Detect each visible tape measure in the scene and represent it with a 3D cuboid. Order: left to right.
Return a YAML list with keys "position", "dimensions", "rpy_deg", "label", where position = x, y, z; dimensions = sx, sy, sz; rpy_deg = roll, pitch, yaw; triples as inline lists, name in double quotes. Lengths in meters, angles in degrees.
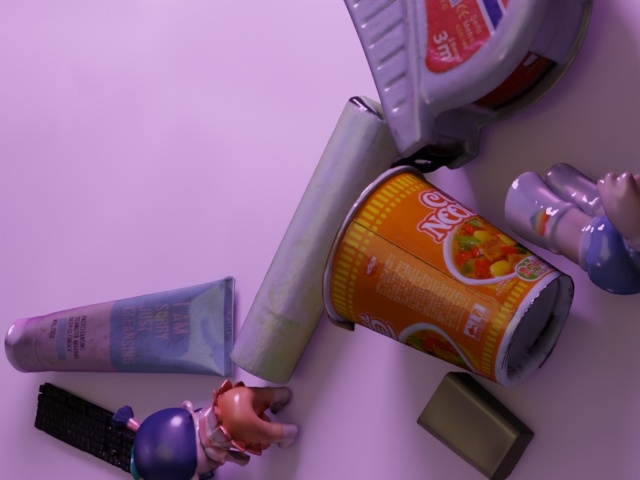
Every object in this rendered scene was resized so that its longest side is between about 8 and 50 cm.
- position: [0.139, -0.220, 1.187]
  dimensions: [0.246, 0.125, 0.243]
  rpy_deg: [-32, 66, 31]
  label: "tape measure"

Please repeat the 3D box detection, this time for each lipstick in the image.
- position: [0.000, 0.000, 1.284]
  dimensions: [0.076, 0.076, 0.304]
  rpy_deg: [32, 101, 36]
  label: "lipstick"

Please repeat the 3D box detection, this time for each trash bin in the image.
- position: [0.144, 0.172, 1.164]
  dimensions: [0.092, 0.043, 0.061]
  rpy_deg: [38, 105, 34]
  label: "trash bin"

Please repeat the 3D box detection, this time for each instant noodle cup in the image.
- position: [0.121, 0.043, 1.144]
  dimensions: [0.185, 0.168, 0.168]
  rpy_deg: [29, 100, 30]
  label: "instant noodle cup"

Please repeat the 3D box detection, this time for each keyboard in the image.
- position: [-0.273, 0.222, 1.487]
  dimensions: [0.196, 0.018, 0.060]
  rpy_deg: [15, 94, 38]
  label: "keyboard"

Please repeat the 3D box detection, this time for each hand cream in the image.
- position: [-0.228, 0.112, 1.444]
  dimensions: [0.312, 0.070, 0.111]
  rpy_deg: [-10, 74, 32]
  label: "hand cream"

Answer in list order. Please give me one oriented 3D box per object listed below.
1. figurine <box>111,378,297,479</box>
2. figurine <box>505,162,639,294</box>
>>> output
- position: [-0.130, 0.205, 1.329]
  dimensions: [0.195, 0.102, 0.111]
  rpy_deg: [-34, 54, 29]
  label: "figurine"
- position: [0.328, 0.022, 1.003]
  dimensions: [0.382, 0.225, 0.205]
  rpy_deg: [-145, 53, -60]
  label: "figurine"
